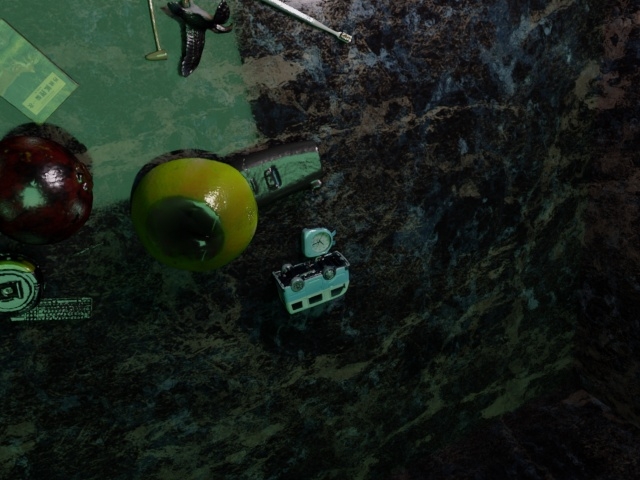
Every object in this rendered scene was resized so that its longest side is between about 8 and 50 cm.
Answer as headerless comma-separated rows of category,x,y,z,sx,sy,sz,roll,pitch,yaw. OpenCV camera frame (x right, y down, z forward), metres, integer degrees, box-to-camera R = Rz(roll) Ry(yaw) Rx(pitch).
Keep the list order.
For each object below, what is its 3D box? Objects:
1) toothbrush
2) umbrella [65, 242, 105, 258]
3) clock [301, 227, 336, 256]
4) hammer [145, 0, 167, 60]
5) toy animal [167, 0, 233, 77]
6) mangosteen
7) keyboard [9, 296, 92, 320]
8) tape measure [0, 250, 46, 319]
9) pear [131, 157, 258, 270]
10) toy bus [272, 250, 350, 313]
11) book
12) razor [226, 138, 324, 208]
toothbrush,-0.047,-0.705,1.532,0.341,0.030,0.025,15,98,-27
umbrella,-0.731,0.030,1.500,0.122,0.013,0.022,-21,138,-19
clock,0.000,0.000,1.819,0.147,0.045,0.108,-10,114,-23
hammer,-0.482,-0.612,1.368,0.060,0.028,0.196,-10,110,-15
toy animal,-0.326,-0.634,1.376,0.160,0.272,0.197,50,46,-15
mangosteen,-0.762,-0.128,1.275,0.310,0.311,0.312,-9,113,-22
keyboard,-0.841,0.215,1.514,0.230,0.023,0.072,2,106,-26
tape measure,-0.902,0.129,1.397,0.186,0.112,0.199,-13,110,-25
pear,-0.386,-0.052,1.482,0.397,0.165,0.400,-3,116,-7
toy bus,-0.025,0.160,1.820,0.271,0.133,0.165,-18,121,-16
book,-0.793,-0.440,1.282,0.160,0.024,0.228,-48,121,-4
razor,-0.149,-0.219,1.622,0.326,0.107,0.189,-20,116,-12
